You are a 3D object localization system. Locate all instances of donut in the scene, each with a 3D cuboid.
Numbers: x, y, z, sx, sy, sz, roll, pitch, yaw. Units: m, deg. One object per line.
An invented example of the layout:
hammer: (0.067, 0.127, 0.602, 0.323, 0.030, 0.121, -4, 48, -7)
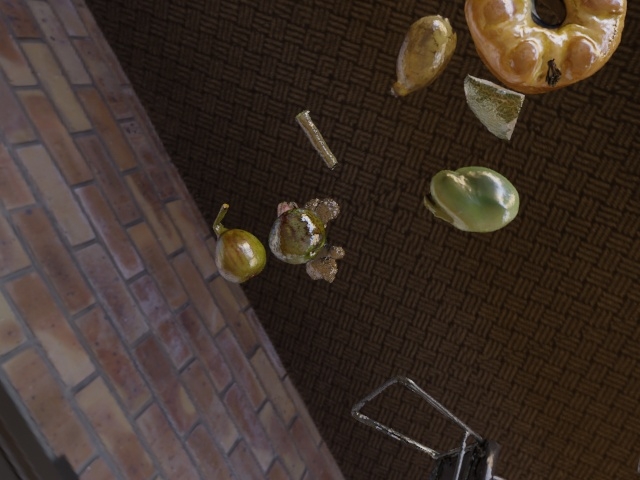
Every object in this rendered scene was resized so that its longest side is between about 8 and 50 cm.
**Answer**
donut: (0.437, -0.450, 1.087, 0.299, 0.150, 0.317, 11, 90, 10)

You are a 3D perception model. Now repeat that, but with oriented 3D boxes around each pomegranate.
pomegranate: (-0.049, -0.022, 1.243, 0.125, 0.163, 0.138, 13, 137, -1)

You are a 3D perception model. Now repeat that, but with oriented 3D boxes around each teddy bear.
teddy bear: (-0.019, 0.002, 1.583, 0.129, 0.182, 0.252, -14, 106, -23)

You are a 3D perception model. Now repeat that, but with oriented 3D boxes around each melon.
melon: (0.448, -0.343, 1.350, 0.202, 0.139, 0.093, 45, 79, -16)

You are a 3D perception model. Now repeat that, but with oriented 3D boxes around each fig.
fig: (-0.239, 0.027, 1.498, 0.186, 0.142, 0.148, 36, 147, 7)

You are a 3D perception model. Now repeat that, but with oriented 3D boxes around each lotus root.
lotus root: (0.242, -0.437, 1.316, 0.138, 0.138, 0.214, 32, 110, 6)

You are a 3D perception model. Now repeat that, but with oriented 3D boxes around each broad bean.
broad bean: (0.368, -0.100, 1.343, 0.227, 0.100, 0.169, -6, 73, 9)

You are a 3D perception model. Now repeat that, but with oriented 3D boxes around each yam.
yam: (-0.001, -0.187, 1.044, 0.033, 0.027, 0.129, -28, 117, 19)

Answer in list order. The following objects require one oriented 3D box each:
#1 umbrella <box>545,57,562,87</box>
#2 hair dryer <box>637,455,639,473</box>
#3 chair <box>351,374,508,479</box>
umbrella: (0.415, -0.301, 0.981, 0.020, 0.083, 0.031, 23, 138, -2)
hair dryer: (0.488, 0.212, 0.690, 0.124, 0.219, 0.071, 11, 150, 33)
chair: (0.126, 0.256, 0.533, 0.221, 0.140, 0.145, 28, 147, -3)
